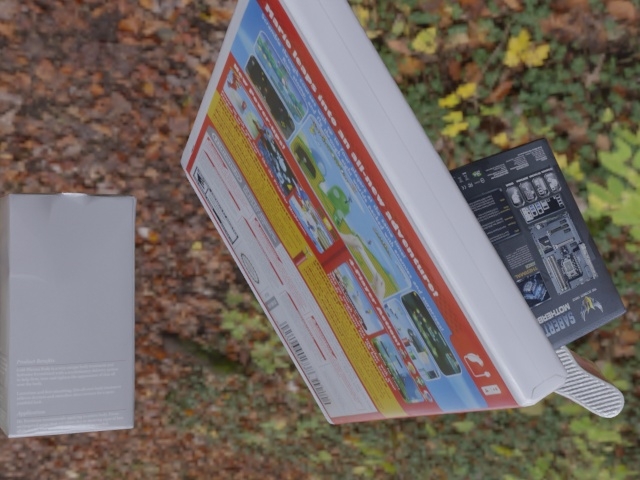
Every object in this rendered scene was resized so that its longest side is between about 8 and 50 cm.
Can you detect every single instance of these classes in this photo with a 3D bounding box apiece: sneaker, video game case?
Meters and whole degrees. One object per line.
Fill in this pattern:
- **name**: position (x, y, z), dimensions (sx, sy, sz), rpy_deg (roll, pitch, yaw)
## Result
- **sneaker**: position (0.267, 0.142, 1.027), dimensions (0.134, 0.051, 0.070), rpy_deg (35, -174, 0)
- **video game case**: position (0.000, 0.000, 0.486), dimensions (0.025, 0.204, 0.285), rpy_deg (-29, 176, -18)

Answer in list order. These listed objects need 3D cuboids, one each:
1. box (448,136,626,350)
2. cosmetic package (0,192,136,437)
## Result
- **box**: position (0.144, 0.025, 0.829), dimensions (0.233, 0.183, 0.059), rpy_deg (-21, 174, -31)
- **cosmetic package**: position (-0.256, 0.070, 0.935), dimensions (0.127, 0.237, 0.107), rpy_deg (2, 176, -25)
